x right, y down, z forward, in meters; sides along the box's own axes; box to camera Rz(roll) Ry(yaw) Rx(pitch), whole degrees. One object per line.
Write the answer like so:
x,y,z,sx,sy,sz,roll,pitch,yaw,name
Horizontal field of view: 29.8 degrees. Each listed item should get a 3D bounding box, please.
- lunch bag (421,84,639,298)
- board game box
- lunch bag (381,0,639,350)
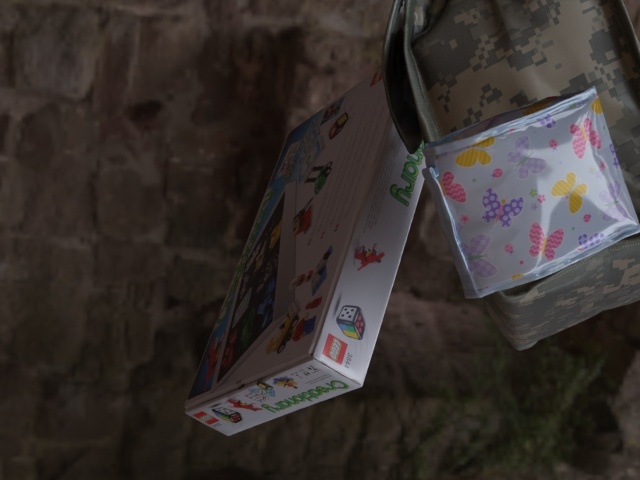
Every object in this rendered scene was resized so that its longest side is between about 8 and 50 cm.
0.086,-0.021,0.523,0.053,0.083,0.071,-6,-73,65,lunch bag
0.000,0.000,0.994,0.193,0.053,0.305,-29,-145,51,board game box
0.137,-0.091,0.826,0.235,0.169,0.287,50,19,-74,lunch bag
